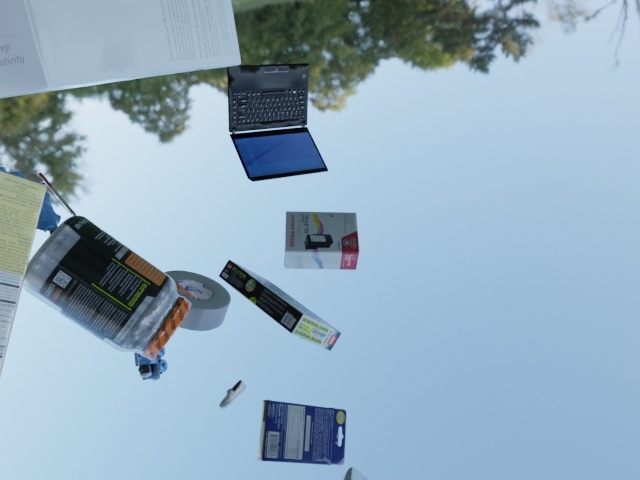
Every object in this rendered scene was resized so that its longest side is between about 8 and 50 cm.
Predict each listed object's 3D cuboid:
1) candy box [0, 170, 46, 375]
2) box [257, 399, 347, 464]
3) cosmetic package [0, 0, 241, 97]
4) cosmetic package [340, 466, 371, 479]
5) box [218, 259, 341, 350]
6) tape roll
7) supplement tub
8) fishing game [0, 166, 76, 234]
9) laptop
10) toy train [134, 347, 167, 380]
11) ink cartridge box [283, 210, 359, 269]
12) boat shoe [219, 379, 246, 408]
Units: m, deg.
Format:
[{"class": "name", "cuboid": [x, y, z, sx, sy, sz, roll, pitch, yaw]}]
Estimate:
[{"class": "candy box", "cuboid": [-0.546, 0.062, 0.914, 0.183, 0.087, 0.317, -9, -111, 43]}, {"class": "box", "cuboid": [-0.040, 0.467, 1.387, 0.036, 0.225, 0.136, -30, -129, 55]}, {"class": "cosmetic package", "cuboid": [-0.273, -0.253, 0.652, 0.217, 0.156, 0.385, -1, -160, 21]}, {"class": "cosmetic package", "cuboid": [0.068, 0.738, 1.108, 0.394, 0.329, 0.327, -55, 172, 1]}, {"class": "box", "cuboid": [-0.071, 0.107, 0.964, 0.207, 0.114, 0.036, 30, -93, 41]}, {"class": "tape roll", "cuboid": [-0.372, 0.169, 1.643, 0.072, 0.219, 0.219, -69, -153, 17]}, {"class": "supplement tub", "cuboid": [-0.450, 0.108, 1.232, 0.193, 0.316, 0.193, -50, -168, 14]}, {"class": "fishing game", "cuboid": [-0.652, -0.083, 1.245, 0.041, 0.189, 0.264, -42, 180, 13]}, {"class": "laptop", "cuboid": [-0.105, -0.309, 1.477, 0.234, 0.264, 0.136, -12, -152, -29]}, {"class": "toy train", "cuboid": [-0.550, 0.357, 1.834, 0.080, 0.105, 0.184, -14, -103, 20]}, {"class": "ink cartridge box", "cuboid": [0.000, 0.000, 1.377, 0.175, 0.072, 0.127, 1, -128, -4]}, {"class": "boat shoe", "cuboid": [-0.262, 0.449, 1.684, 0.100, 0.035, 0.035, -39, -151, -30]}]
